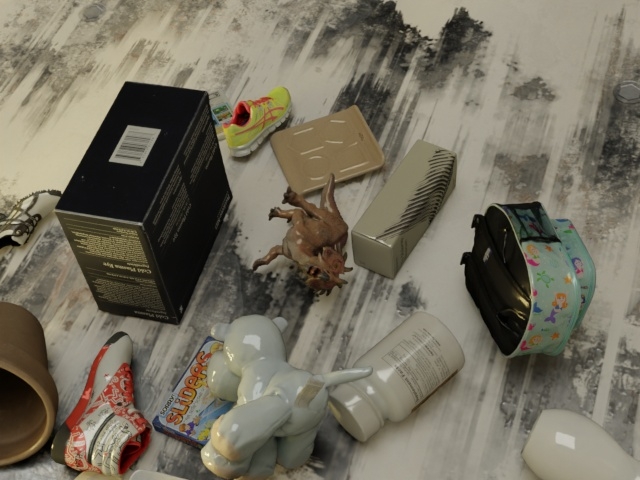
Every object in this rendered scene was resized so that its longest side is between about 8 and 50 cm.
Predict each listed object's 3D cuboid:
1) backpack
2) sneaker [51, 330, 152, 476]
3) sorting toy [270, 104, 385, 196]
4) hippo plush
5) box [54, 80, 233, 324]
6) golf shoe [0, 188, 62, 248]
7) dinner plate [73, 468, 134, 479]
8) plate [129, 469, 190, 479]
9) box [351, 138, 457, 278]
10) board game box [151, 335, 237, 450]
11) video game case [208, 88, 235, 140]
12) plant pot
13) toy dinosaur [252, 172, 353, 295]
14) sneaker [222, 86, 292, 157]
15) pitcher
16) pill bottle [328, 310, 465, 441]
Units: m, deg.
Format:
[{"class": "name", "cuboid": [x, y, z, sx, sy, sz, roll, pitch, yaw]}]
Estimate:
[{"class": "backpack", "cuboid": [0.371, 0.080, 1.822, 0.191, 0.225, 0.253, 3, 39, -11]}, {"class": "sneaker", "cuboid": [-0.354, 0.294, 1.837, 0.145, 0.090, 0.270, 13, 54, 15]}, {"class": "sorting toy", "cuboid": [0.014, -0.189, 2.215, 0.208, 0.038, 0.193, -22, 52, -4]}, {"class": "hippo plush", "cuboid": [-0.117, 0.239, 1.711, 0.234, 0.294, 0.236, -7, 49, -39]}, {"class": "box", "cuboid": [-0.325, -0.072, 1.984, 0.179, 0.312, 0.343, 9, 53, 14]}, {"class": "golf shoe", "cuboid": [-0.618, -0.033, 2.154, 0.198, 0.077, 0.094, -29, 68, -10]}, {"class": "dinner plate", "cuboid": [-0.375, 0.444, 1.768, 0.141, 0.017, 0.141, -3, 52, 3]}, {"class": "plate", "cuboid": [-0.223, 0.525, 1.664, 0.277, 0.045, 0.278, 9, 53, 15]}, {"class": "box", "cuboid": [0.169, -0.065, 2.045, 0.094, 0.113, 0.275, 23, 59, 22]}, {"class": "board game box", "cuboid": [-0.193, 0.279, 1.863, 0.136, 0.035, 0.201, 18, 56, 20]}, {"class": "video game case", "cuboid": [-0.268, -0.268, 2.322, 0.157, 0.019, 0.143, -23, 53, -12]}, {"class": "plant pot", "cuboid": [-0.591, 0.233, 1.841, 0.263, 0.263, 0.229, -8, 34, 1]}, {"class": "toy dinosaur", "cuboid": [0.000, 0.000, 2.014, 0.200, 0.127, 0.295, 22, 45, 14]}, {"class": "sneaker", "cuboid": [-0.139, -0.278, 2.253, 0.081, 0.094, 0.208, 6, 47, 41]}, {"class": "pitcher", "cuboid": [0.423, 0.380, 1.660, 0.207, 0.125, 0.177, 27, 74, 13]}, {"class": "pill bottle", "cuboid": [0.128, 0.239, 1.792, 0.229, 0.131, 0.131, -37, 56, -20]}]
